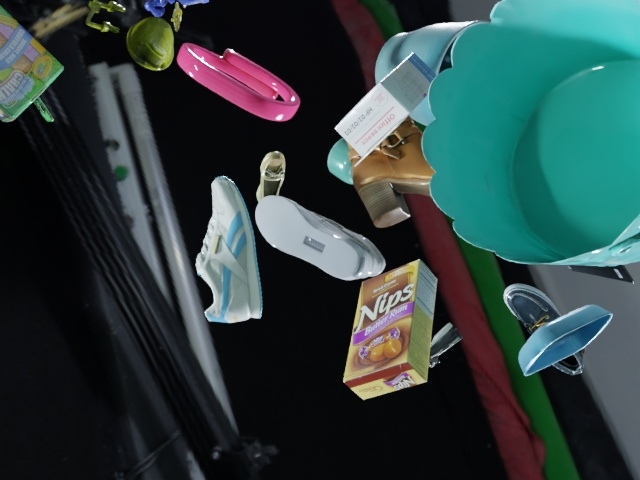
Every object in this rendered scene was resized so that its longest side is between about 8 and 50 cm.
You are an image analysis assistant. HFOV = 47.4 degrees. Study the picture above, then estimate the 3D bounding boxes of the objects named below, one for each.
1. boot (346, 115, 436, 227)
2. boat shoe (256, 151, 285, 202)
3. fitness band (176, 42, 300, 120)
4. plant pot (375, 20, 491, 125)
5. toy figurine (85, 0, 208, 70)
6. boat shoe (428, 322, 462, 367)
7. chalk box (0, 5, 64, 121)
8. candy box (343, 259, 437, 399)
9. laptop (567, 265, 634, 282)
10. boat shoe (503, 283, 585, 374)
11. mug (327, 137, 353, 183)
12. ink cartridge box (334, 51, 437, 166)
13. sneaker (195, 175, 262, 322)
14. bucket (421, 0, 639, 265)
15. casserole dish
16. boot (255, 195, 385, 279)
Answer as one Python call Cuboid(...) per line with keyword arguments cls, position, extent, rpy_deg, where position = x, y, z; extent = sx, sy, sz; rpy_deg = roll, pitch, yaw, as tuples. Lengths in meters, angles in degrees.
Cuboid(cls="boot", position=(0.189, -0.171, 1.385), extent=(0.109, 0.283, 0.220), rpy_deg=(32, -143, -58))
Cuboid(cls="boat shoe", position=(-0.109, -0.130, 1.617), extent=(0.056, 0.153, 0.048), rpy_deg=(2, -133, -22))
Cuboid(cls="fitness band", position=(-0.181, -0.361, 1.633), extent=(0.291, 0.054, 0.209), rpy_deg=(30, -157, 0))
Cuboid(cls="plant pot", position=(0.282, -0.402, 1.772), extent=(0.271, 0.255, 0.271), rpy_deg=(-16, -64, -34))
Cuboid(cls="toy figurine", position=(-0.285, -0.520, 1.387), extent=(0.191, 0.217, 0.362), rpy_deg=(35, -143, -30))
Cuboid(cls="boat shoe", position=(0.197, 0.200, 1.283), extent=(0.038, 0.125, 0.046), rpy_deg=(45, 170, 8))
Cuboid(cls="chalk box", position=(-0.541, -0.293, 1.264), extent=(0.213, 0.132, 0.132), rpy_deg=(46, -106, -27))
Cuboid(cls="candy box", position=(0.101, 0.123, 1.030), extent=(0.053, 0.109, 0.186), rpy_deg=(46, -143, -27))
Cuboid(cls="laptop", position=(0.558, -0.050, 1.604), extent=(0.234, 0.136, 0.264), rpy_deg=(46, -144, -32))
Cuboid(cls="boat shoe", position=(0.399, 0.155, 1.290), extent=(0.183, 0.065, 0.083), rpy_deg=(41, -152, -3))
Cuboid(cls="mug", position=(0.110, -0.231, 2.164), extent=(0.158, 0.129, 0.097), rpy_deg=(0, -152, -46))
Cuboid(cls="ink cartridge box", position=(0.091, -0.188, 1.033), extent=(0.061, 0.104, 0.181), rpy_deg=(45, -141, -4))
Cuboid(cls="sneaker", position=(-0.149, 0.013, 1.126), extent=(0.087, 0.092, 0.228), rpy_deg=(139, 122, -78))
Cuboid(cls="bucket", position=(0.263, -0.102, 0.745), extent=(0.183, 0.281, 0.281), rpy_deg=(11, -122, -48))
Cuboid(cls="casserole dish", position=(0.391, 0.156, 1.179), extent=(0.188, 0.114, 0.037), rpy_deg=(-16, -125, -29))
Cuboid(cls="boot", position=(0.000, 0.000, 1.374), extent=(0.258, 0.095, 0.123), rpy_deg=(35, -167, 28))
